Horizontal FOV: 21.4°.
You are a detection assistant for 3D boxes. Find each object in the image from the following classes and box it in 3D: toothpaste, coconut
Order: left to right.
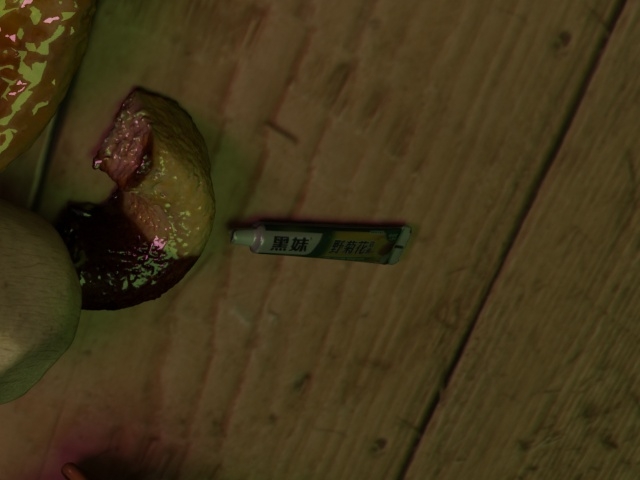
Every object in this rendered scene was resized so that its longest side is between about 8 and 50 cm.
[{"bbox_3d":[-0.321,0.049,1.431,0.224,0.224,0.224,-14,131,-17],"label":"coconut"},{"bbox_3d":[0.000,0.000,1.672,0.204,0.031,0.049,3,124,-33],"label":"toothpaste"}]

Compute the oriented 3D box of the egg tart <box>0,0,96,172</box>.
[{"bbox_3d":[-0.379,-0.207,1.208,0.443,0.178,0.443,-13,129,-16],"label":"egg tart"}]

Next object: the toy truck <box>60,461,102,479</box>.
[{"bbox_3d":[-0.226,0.359,1.695,0.204,0.288,0.211,40,77,-41],"label":"toy truck"}]

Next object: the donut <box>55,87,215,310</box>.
[{"bbox_3d":[-0.162,-0.020,1.534,0.141,0.085,0.217,13,117,-34],"label":"donut"}]
